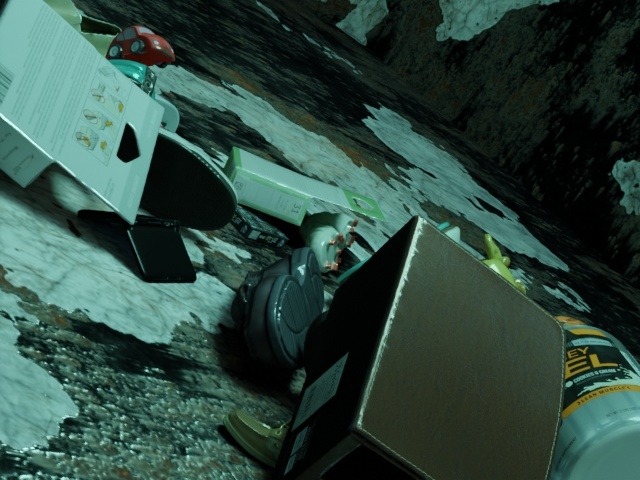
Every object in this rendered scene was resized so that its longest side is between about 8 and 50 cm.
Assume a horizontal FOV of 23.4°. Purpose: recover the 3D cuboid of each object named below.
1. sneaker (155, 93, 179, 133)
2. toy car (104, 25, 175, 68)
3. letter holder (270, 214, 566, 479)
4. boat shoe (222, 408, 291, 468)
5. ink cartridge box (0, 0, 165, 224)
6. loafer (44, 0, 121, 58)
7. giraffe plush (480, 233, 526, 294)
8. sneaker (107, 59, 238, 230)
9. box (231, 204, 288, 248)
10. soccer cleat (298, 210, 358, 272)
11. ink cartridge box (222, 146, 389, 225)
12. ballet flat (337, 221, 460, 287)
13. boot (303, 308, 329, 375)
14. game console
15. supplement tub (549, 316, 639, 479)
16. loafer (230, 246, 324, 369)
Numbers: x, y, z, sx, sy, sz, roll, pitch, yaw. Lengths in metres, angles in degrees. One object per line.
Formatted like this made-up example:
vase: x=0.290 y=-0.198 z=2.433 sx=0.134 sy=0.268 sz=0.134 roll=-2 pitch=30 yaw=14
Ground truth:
sneaker: x=-0.312 y=-0.196 z=2.109 sx=0.091 sy=0.094 sz=0.258 roll=23 pitch=-3 yaw=43
toy car: x=-0.335 y=-0.265 z=2.154 sx=0.225 sy=0.053 sz=0.239 roll=11 pitch=-16 yaw=-19
letter holder: x=0.105 y=0.165 z=1.489 sx=0.214 sy=0.152 sz=0.302 roll=34 pitch=41 yaw=-13
boat shoe: x=-0.031 y=0.200 z=1.503 sx=0.135 sy=0.045 sz=0.050 roll=34 pitch=14 yaw=-4
ink cartridge box: x=-0.303 y=-0.150 z=1.793 sx=0.239 sy=0.060 sz=0.275 roll=42 pitch=27 yaw=-22
loafer: x=-0.405 y=-0.326 z=2.271 sx=0.268 sy=0.092 sz=0.102 roll=24 pitch=18 yaw=-40
giraffe plush: x=0.198 y=0.082 z=2.017 sx=0.210 sy=0.181 sz=0.170 roll=19 pitch=37 yaw=4
sneaker: x=-0.226 y=-0.134 z=1.997 sx=0.295 sy=0.124 sz=0.178 roll=33 pitch=27 yaw=-7
box: x=-0.092 y=-0.022 z=2.156 sx=0.083 sy=0.018 sz=0.067 roll=17 pitch=22 yaw=-52
soccer cleat: x=0.000 y=0.000 z=2.232 sx=0.076 sy=0.068 sz=0.196 roll=12 pitch=16 yaw=9
ink cartridge box: x=-0.027 y=-0.061 z=2.245 sx=0.235 sy=0.056 sz=0.171 roll=22 pitch=10 yaw=-9
ballet flat: x=0.132 y=0.069 z=2.218 sx=0.139 sy=0.139 sz=0.400 roll=38 pitch=18 yaw=11
boot: x=0.114 y=0.156 z=1.806 sx=0.348 sy=0.131 sz=0.260 roll=42 pitch=18 yaw=-19
game console: x=-0.212 y=0.006 z=1.792 sx=0.107 sy=0.071 sz=0.122 roll=9 pitch=1 yaw=24
supplement tub: x=0.347 y=0.234 z=1.984 sx=0.193 sy=0.193 sz=0.316 roll=30 pitch=14 yaw=-23
loafer: x=-0.059 y=0.085 z=1.777 sx=0.302 sy=0.095 sz=0.109 roll=-60 pitch=138 yaw=-75
